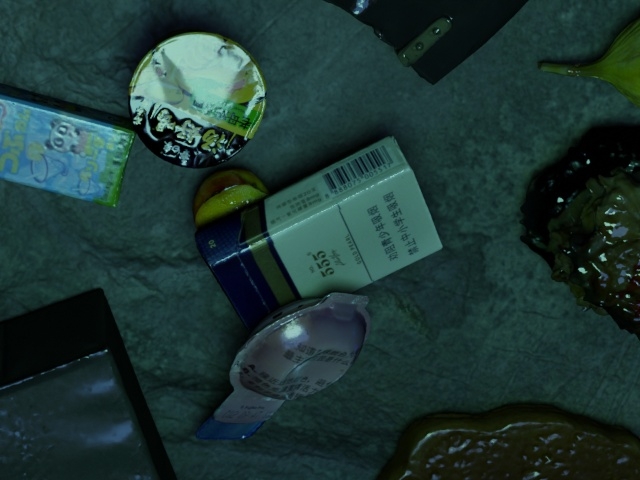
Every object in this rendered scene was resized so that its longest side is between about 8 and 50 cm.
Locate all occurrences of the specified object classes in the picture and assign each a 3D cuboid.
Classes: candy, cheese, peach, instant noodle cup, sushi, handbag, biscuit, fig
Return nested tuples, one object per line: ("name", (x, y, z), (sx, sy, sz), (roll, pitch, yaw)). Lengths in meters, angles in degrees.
("candy", (-0.310, -0.109, 1.665), (0.195, 0.062, 0.097), (14, 107, -14))
("cheese", (-0.044, 0.154, 1.762), (0.189, 0.074, 0.286), (7, 135, -41))
("peach", (-0.105, -0.045, 1.725), (0.098, 0.061, 0.098), (-11, 139, -9))
("instant noodle cup", (-0.142, -0.169, 1.642), (0.151, 0.122, 0.151), (-4, 111, -11))
("sushi", (0.369, -0.004, 1.740), (0.239, 0.218, 0.225), (14, 110, -14))
("handbag", (0.104, -0.345, 1.618), (0.342, 0.152, 0.288), (29, 112, -15))
("biscuit", (0.254, 0.359, 1.929), (0.381, 0.074, 0.359), (-22, 113, -4))
("fig", (0.382, -0.209, 1.727), (0.257, 0.159, 0.159), (-2, 111, 13))

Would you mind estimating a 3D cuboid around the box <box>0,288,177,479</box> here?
("box", (-0.310, 0.267, 1.723), (0.251, 0.204, 0.345), (-18, 112, -4))

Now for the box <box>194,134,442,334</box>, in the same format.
("box", (0.000, 0.000, 1.724), (0.259, 0.071, 0.168), (-25, 140, 0))
